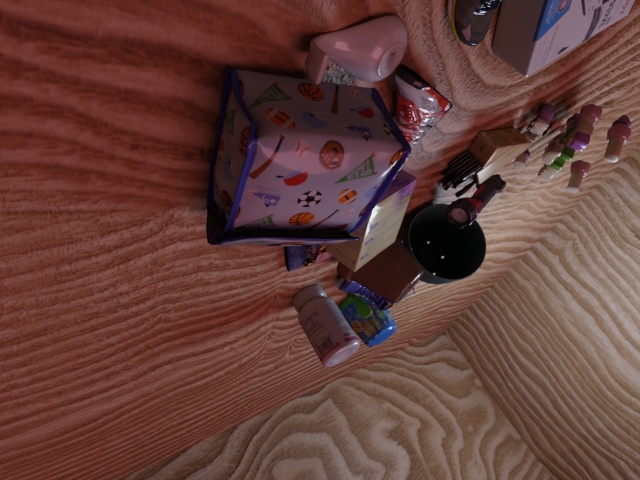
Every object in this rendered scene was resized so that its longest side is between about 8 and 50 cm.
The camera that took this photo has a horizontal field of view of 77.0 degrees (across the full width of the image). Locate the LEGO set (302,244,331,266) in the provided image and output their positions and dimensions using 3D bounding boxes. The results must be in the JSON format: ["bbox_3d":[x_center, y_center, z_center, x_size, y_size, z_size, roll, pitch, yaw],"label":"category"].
[{"bbox_3d":[0.061,0.019,1.312,0.244,0.060,0.182,-20,148,-29],"label":"LEGO set"}]

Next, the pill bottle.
[{"bbox_3d":[0.013,0.319,1.536,0.160,0.283,0.160,-24,150,-15],"label":"pill bottle"}]

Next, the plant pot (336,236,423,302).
[{"bbox_3d":[0.222,0.091,1.397,0.263,0.229,0.263,-41,160,-18],"label":"plant pot"}]

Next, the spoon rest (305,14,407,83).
[{"bbox_3d":[0.072,-0.367,0.783,0.276,0.084,0.137,-27,155,-39],"label":"spoon rest"}]

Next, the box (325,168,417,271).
[{"bbox_3d":[0.141,-0.070,1.151,0.213,0.117,0.243,-32,147,-38],"label":"box"}]

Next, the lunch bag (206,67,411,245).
[{"bbox_3d":[-0.055,-0.114,0.845,0.327,0.239,0.385,-1,146,-27],"label":"lunch bag"}]

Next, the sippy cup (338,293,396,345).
[{"bbox_3d":[0.231,0.363,1.884,0.305,0.224,0.240,1,136,-45],"label":"sippy cup"}]

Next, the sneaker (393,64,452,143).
[{"bbox_3d":[0.216,-0.307,0.959,0.145,0.090,0.270,-49,158,25],"label":"sneaker"}]

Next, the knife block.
[{"bbox_3d":[0.559,-0.262,1.399,0.275,0.088,0.242,-15,148,-29],"label":"knife block"}]

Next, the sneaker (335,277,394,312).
[{"bbox_3d":[0.223,0.203,1.675,0.315,0.182,0.127,8,130,-51],"label":"sneaker"}]

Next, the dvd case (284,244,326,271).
[{"bbox_3d":[0.000,0.000,1.308,0.253,0.022,0.180,-24,149,-16],"label":"dvd case"}]

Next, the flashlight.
[{"bbox_3d":[0.572,-0.158,1.486,0.304,0.103,0.103,-40,-177,-37],"label":"flashlight"}]

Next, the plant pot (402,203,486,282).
[{"bbox_3d":[0.448,0.039,1.563,0.293,0.293,0.235,-25,165,-14],"label":"plant pot"}]

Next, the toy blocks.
[{"bbox_3d":[0.900,-0.390,1.467,0.260,0.309,0.288,-61,170,-18],"label":"toy blocks"}]

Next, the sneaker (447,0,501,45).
[{"bbox_3d":[0.334,-0.506,0.764,0.111,0.121,0.300,-26,151,-12],"label":"sneaker"}]

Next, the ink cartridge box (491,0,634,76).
[{"bbox_3d":[0.571,-0.561,0.910,0.307,0.129,0.223,-32,151,-3],"label":"ink cartridge box"}]

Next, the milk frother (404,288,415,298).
[{"bbox_3d":[0.356,0.218,1.886,0.134,0.129,0.143,-28,157,-1],"label":"milk frother"}]
